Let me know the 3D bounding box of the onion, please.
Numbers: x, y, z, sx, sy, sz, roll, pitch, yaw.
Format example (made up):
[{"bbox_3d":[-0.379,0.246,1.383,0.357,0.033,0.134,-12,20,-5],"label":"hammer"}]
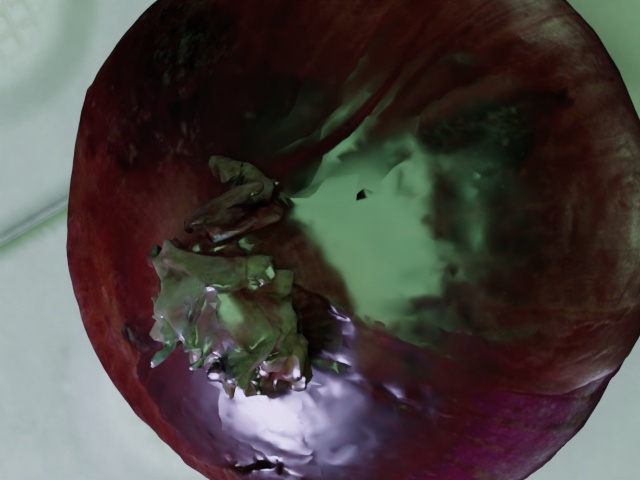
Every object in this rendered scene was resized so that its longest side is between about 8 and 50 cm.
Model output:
[{"bbox_3d":[0.000,0.000,1.031,0.347,0.285,0.348,6,106,24],"label":"onion"}]
